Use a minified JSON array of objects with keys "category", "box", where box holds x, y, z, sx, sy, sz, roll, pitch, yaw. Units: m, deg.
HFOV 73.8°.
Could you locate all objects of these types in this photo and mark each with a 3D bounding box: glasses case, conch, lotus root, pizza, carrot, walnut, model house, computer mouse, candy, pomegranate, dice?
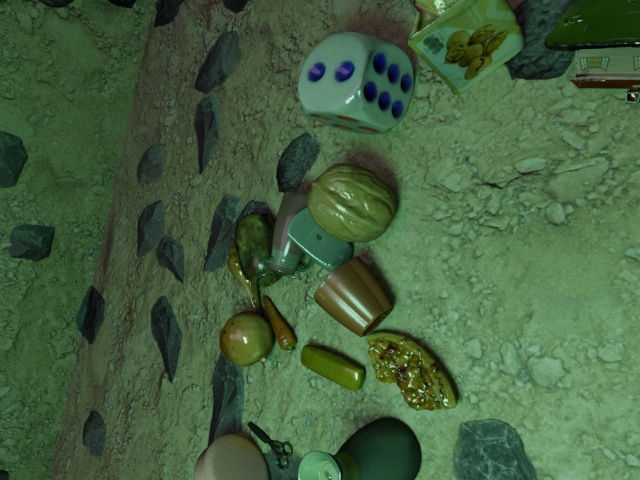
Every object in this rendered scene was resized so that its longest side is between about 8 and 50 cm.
[{"category":"glasses case","box":[0.032,0.377,1.285,0.234,0.064,0.079,13,91,41]},{"category":"conch","box":[-0.264,0.137,1.582,0.109,0.093,0.330,-36,78,38]},{"category":"lotus root","box":[-0.210,0.034,1.505,0.160,0.152,0.274,-23,59,16]},{"category":"pizza","box":[0.223,0.344,1.121,0.306,0.086,0.161,31,101,41]},{"category":"carrot","box":[-0.147,0.277,1.468,0.061,0.061,0.256,-49,49,21]},{"category":"walnut","box":[0.088,-0.106,1.225,0.225,0.261,0.224,-50,23,30]},{"category":"model house","box":[0.665,-0.408,0.907,0.294,0.154,0.207,20,61,40]},{"category":"computer mouse","box":[0.000,0.000,1.326,0.231,0.079,0.128,45,81,-5]},{"category":"candy","box":[-0.273,0.749,1.346,0.094,0.255,0.255,-47,55,22]},{"category":"pomegranate","box":[-0.248,0.334,1.452,0.191,0.191,0.191,-10,74,38]},{"category":"dice","box":[0.109,-0.462,1.283,0.251,0.259,0.242,17,94,40]}]

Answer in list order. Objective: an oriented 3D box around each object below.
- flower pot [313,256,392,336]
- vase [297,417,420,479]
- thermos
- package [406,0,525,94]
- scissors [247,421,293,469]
[{"category":"flower pot","box":[0.101,0.171,1.207,0.173,0.191,0.190,48,111,23]},{"category":"vase","box":[0.093,0.541,1.029,0.173,0.321,0.173,-10,74,39]},{"category":"thermos","box":[-0.080,-0.009,1.401,0.146,0.177,0.264,1,72,58]},{"category":"package","box":[0.344,-0.545,1.064,0.221,0.311,0.164,-34,63,31]},{"category":"scissors","box":[-0.177,0.671,1.428,0.220,0.017,0.087,20,94,41]}]
